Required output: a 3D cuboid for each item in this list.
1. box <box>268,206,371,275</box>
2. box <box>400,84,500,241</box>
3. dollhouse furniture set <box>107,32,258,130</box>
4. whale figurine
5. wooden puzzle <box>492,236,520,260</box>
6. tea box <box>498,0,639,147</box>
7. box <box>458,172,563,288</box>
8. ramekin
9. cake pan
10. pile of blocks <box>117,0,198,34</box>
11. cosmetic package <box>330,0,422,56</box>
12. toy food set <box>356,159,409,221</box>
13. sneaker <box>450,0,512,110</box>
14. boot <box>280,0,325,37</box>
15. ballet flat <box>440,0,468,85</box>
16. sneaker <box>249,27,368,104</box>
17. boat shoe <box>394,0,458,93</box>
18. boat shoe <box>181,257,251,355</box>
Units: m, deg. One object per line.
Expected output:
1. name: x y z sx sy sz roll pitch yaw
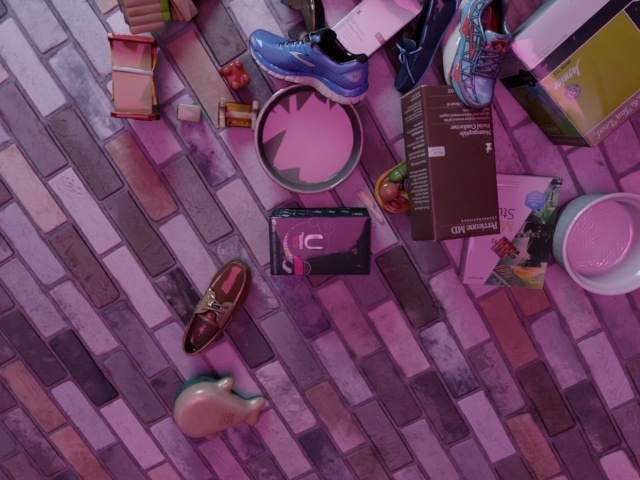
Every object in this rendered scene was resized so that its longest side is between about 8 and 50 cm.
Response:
1. box: 0.000 0.000 1.336 0.271 0.143 0.165 -1 104 1
2. box: 0.328 -0.194 1.238 0.191 0.143 0.381 -7 95 -14
3. dollhouse furniture set: -0.354 -0.405 1.271 0.374 0.152 0.201 1 103 -17
4. whale figurine: -0.312 0.499 1.481 0.272 0.141 0.216 11 105 -26
5. wooden puzzle: 0.509 0.023 1.344 0.083 0.006 0.049 44 101 -9
6. tea box: 0.649 -0.453 1.180 0.329 0.220 0.323 -41 98 10
7. box: 0.528 -0.027 1.363 0.233 0.058 0.321 4 105 1
8. ramekin: 0.772 -0.001 1.324 0.277 0.135 0.277 0 103 1
9. cake pan: -0.031 -0.271 1.301 0.293 0.054 0.293 -2 104 -8
10. pile of blocks: -0.360 -0.657 1.217 0.362 0.113 0.149 -42 144 -9
11. cosmetic package: 0.132 -0.549 1.238 0.231 0.085 0.117 -40 100 10
12. toy food set: 0.221 -0.137 1.337 0.218 0.071 0.128 -32 100 8
13. sneaker: 0.369 -0.430 1.099 0.104 0.125 0.261 -4 103 -10
14. boot: -0.051 -0.603 1.247 0.106 0.082 0.219 1 106 21
15. ballet flat: 0.375 -0.587 1.215 0.139 0.139 0.400 24 99 -4
16. sneaker: -0.023 -0.465 1.194 0.330 0.129 0.147 24 139 11
17. boat shoe: 0.239 -0.499 1.214 0.089 0.109 0.258 7 125 -24
18. boat shoe: -0.300 0.203 1.402 0.123 0.116 0.324 28 102 -5
